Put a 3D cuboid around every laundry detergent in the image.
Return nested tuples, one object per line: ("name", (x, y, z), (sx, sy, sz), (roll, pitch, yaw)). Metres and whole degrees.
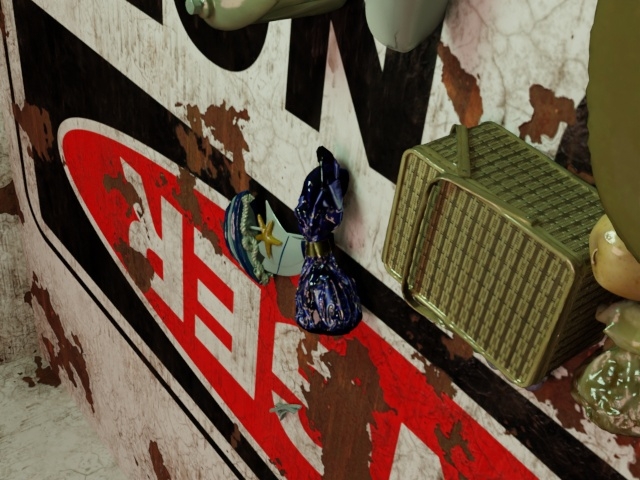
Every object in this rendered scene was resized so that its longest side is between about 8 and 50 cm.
("laundry detergent", (-0.093, -0.385, 1.259), (0.181, 0.253, 0.091), (22, 124, 48))

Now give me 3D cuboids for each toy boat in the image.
("toy boat", (-0.083, 0.007, 1.665), (0.291, 0.067, 0.220), (10, 117, 40))

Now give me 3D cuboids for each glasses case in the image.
("glasses case", (0.140, -0.403, 1.025), (0.083, 0.128, 0.308), (39, 137, 25))

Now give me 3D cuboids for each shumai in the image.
("shumai", (0.383, 0.135, 0.956), (0.209, 0.161, 0.153), (-154, 46, -69))

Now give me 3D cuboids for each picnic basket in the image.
("picnic basket", (0.236, 0.010, 1.079), (0.313, 0.175, 0.228), (43, 139, 35))

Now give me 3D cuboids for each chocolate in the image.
("chocolate", (0.003, -0.004, 1.469), (0.148, 0.126, 0.343), (-77, -17, -73))

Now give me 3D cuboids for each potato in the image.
("potato", (0.383, 0.013, 0.883), (0.109, 0.178, 0.118), (-97, 13, -61))

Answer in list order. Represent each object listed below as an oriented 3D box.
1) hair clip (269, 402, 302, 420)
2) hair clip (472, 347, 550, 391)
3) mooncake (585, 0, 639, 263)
("hair clip", (-0.076, 0.402, 1.881), (0.039, 0.030, 0.115), (52, 150, -8))
("hair clip", (0.278, 0.149, 1.223), (0.195, 0.052, 0.124), (33, 139, 51))
("mooncake", (0.454, -0.117, 0.626), (0.467, 0.262, 0.467), (29, 128, 45))
